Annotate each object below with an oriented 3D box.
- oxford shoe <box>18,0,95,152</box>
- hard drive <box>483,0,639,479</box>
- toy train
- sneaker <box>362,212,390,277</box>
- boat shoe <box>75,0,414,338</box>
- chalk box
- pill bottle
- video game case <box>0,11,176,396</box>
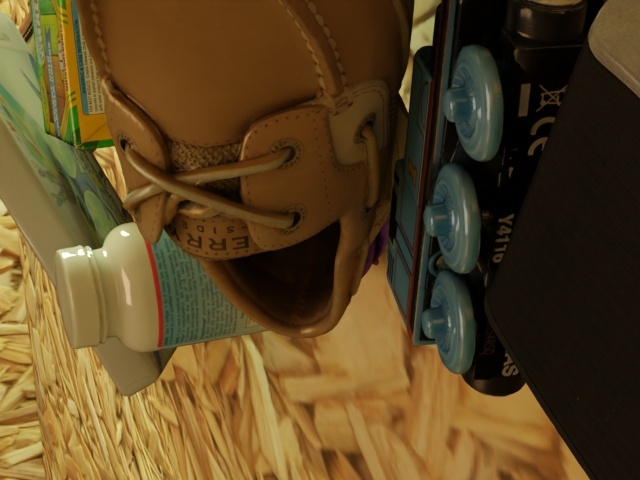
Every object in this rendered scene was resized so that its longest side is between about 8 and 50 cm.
[{"bbox_3d":[-0.225,-0.150,1.396,0.348,0.123,0.130,113,139,-62],"label":"oxford shoe"},{"bbox_3d":[0.135,0.061,0.346,0.255,0.054,0.172,53,156,23],"label":"hard drive"},{"bbox_3d":[0.071,-0.028,0.590,0.105,0.080,0.184,-113,21,-54],"label":"toy train"},{"bbox_3d":[0.000,0.000,0.848,0.170,0.068,0.071,122,130,-64],"label":"sneaker"},{"bbox_3d":[-0.024,-0.045,0.604,0.341,0.121,0.110,57,-137,-67],"label":"boat shoe"},{"bbox_3d":[-0.145,-0.146,1.117,0.213,0.132,0.132,-160,63,-70],"label":"chalk box"},{"bbox_3d":[-0.091,0.026,0.985,0.087,0.160,0.087,171,90,-72],"label":"pill bottle"},{"bbox_3d":[-0.211,-0.046,1.203,0.329,0.036,0.300,60,-177,-5],"label":"video game case"}]
